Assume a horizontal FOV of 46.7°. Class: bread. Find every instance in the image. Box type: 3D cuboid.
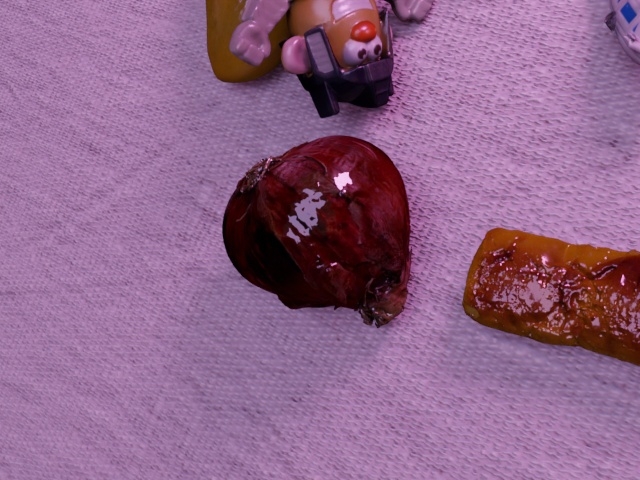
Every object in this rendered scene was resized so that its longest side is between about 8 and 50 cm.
[{"bbox_3d":[0.308,0.062,0.875,0.271,0.077,0.139,14,85,31],"label":"bread"}]

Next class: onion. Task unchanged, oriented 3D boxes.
[{"bbox_3d":[-0.013,-0.015,0.980,0.281,0.281,0.221,5,40,28],"label":"onion"}]

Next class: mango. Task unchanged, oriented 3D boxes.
[{"bbox_3d":[-0.082,-0.410,1.127,0.195,0.142,0.332,1,89,29],"label":"mango"}]

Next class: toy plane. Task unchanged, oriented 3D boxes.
[{"bbox_3d":[0.359,-0.305,0.888,0.273,0.182,0.107,57,139,24],"label":"toy plane"}]

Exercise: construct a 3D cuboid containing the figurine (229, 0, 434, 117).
[{"bbox_3d":[0.016,-0.315,1.010,0.308,0.143,0.309,-1,102,-6],"label":"figurine"}]
